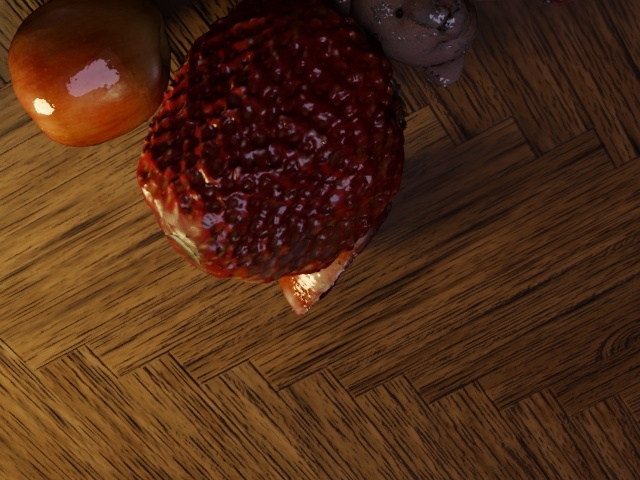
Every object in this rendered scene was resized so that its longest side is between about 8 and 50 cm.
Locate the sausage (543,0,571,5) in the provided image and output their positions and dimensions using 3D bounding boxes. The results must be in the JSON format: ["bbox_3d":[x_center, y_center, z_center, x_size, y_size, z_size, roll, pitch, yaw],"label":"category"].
[{"bbox_3d":[0.371,-0.341,2.066,0.223,0.029,0.029,-26,131,10],"label":"sausage"}]

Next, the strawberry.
[{"bbox_3d":[-0.050,-0.100,1.948,0.267,0.351,0.312,-12,120,48],"label":"strawberry"}]

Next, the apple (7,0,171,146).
[{"bbox_3d":[-0.258,-0.204,1.948,0.199,0.199,0.199,-6,131,-7],"label":"apple"}]

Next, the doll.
[{"bbox_3d":[0.161,-0.321,1.959,0.201,0.156,0.303,27,116,-23],"label":"doll"}]

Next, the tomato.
[{"bbox_3d":[0.000,0.000,2.198,0.099,0.173,0.189,37,130,-3],"label":"tomato"}]
